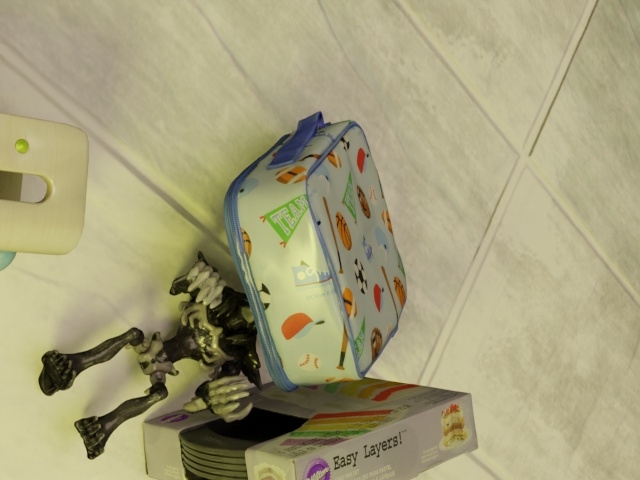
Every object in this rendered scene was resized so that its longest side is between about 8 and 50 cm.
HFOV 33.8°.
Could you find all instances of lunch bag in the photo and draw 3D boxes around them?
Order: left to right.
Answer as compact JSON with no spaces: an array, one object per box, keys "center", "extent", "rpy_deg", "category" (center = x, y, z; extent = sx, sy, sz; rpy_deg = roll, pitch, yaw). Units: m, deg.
[{"center":[0.000,0.000,1.104],"extent":[0.303,0.114,0.243],"rpy_deg":[-59,133,-67],"category":"lunch bag"}]

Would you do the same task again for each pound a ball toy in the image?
[{"center":[-0.327,-0.042,0.795],"extent":[0.319,0.208,0.136],"rpy_deg":[5,90,-44],"category":"pound a ball toy"}]

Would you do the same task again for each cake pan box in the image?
[{"center":[-0.016,0.202,1.083],"extent":[0.266,0.245,0.070],"rpy_deg":[-11,96,-41],"category":"cake pan box"}]

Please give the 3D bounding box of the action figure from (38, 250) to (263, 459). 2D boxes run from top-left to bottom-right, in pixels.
[{"center":[-0.128,0.108,1.044],"extent":[0.275,0.141,0.164],"rpy_deg":[-28,100,-37],"category":"action figure"}]
